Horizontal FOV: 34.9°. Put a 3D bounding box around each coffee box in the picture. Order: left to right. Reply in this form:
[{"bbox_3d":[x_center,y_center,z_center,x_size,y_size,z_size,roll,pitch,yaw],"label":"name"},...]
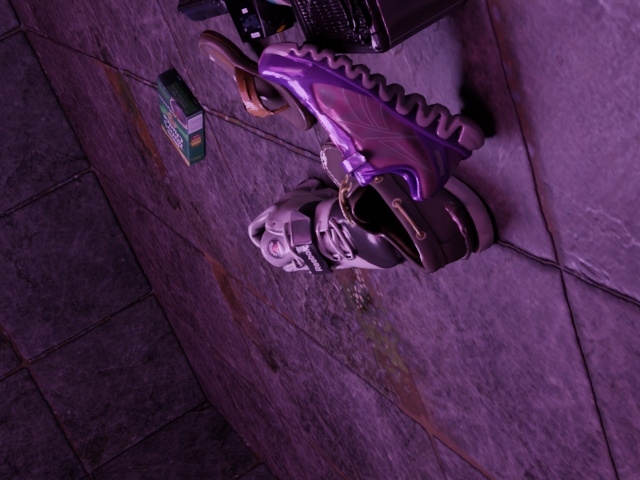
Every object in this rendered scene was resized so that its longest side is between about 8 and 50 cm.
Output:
[{"bbox_3d":[-0.267,-0.232,1.954,0.113,0.040,0.184,54,162,16],"label":"coffee box"}]

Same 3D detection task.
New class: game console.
[{"bbox_3d":[-0.152,-0.375,1.403,0.361,0.044,0.213,16,132,65],"label":"game console"}]

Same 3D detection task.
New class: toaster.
[{"bbox_3d":[0.033,-0.267,0.943,0.168,0.110,0.185,64,163,-19],"label":"toaster"}]

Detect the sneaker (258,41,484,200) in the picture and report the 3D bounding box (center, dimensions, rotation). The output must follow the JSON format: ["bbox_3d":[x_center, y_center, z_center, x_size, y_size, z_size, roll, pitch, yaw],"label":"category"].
[{"bbox_3d":[0.040,-0.113,1.005,0.236,0.105,0.095,26,-177,-5],"label":"sneaker"}]

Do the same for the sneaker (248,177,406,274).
[{"bbox_3d":[0.000,0.000,1.423,0.330,0.146,0.123,13,130,65],"label":"sneaker"}]

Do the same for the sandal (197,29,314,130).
[{"bbox_3d":[-0.099,-0.216,1.432,0.219,0.060,0.090,39,165,13],"label":"sandal"}]

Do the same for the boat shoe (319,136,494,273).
[{"bbox_3d":[0.076,-0.055,1.202,0.305,0.091,0.109,38,153,50],"label":"boat shoe"}]

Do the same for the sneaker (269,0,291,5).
[{"bbox_3d":[-0.100,-0.395,1.112,0.121,0.108,0.302,21,140,57],"label":"sneaker"}]
